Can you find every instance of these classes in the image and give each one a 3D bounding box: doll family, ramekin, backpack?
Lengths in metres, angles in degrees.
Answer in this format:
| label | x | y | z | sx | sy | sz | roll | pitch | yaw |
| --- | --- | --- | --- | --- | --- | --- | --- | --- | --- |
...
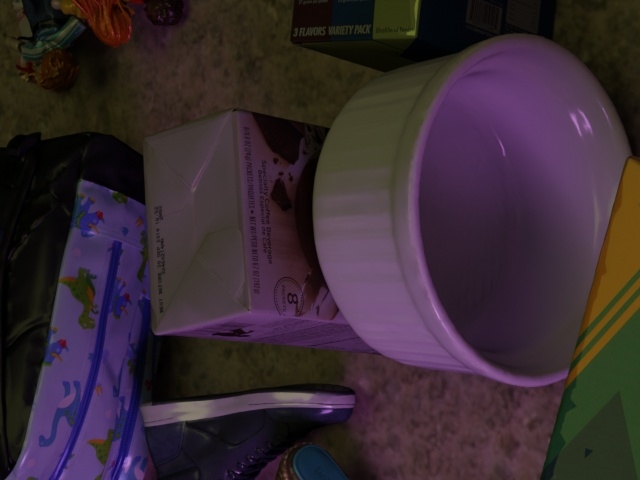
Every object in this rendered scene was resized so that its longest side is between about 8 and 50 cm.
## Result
| label | x | y | z | sx | sy | sz | roll | pitch | yaw |
| --- | --- | --- | --- | --- | --- | --- | --- | --- | --- |
| doll family | -0.254 | -0.242 | 2.033 | 0.263 | 0.118 | 0.163 | -26 | 68 | 34 |
| ramekin | 0.122 | -0.022 | 1.601 | 0.135 | 0.277 | 0.277 | -3 | 81 | 47 |
| backpack | -0.285 | 0.107 | 1.945 | 0.290 | 0.273 | 0.356 | -10 | 55 | 36 |

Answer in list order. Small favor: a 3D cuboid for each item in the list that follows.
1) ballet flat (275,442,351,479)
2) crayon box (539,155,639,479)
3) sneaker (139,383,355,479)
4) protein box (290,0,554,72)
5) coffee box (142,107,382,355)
| label | x | y | z | sx | sy | sz | roll | pitch | yaw |
| --- | --- | --- | --- | --- | --- | --- | --- | --- | --- |
| ballet flat | 0.031 | 0.270 | 1.749 | 0.206 | 0.073 | 0.067 | 55 | 145 | 10 |
| crayon box | 0.250 | 0.059 | 1.365 | 0.081 | 0.202 | 0.319 | 18 | 96 | 28 |
| sneaker | -0.058 | 0.216 | 1.830 | 0.226 | 0.086 | 0.163 | -11 | 82 | 32 |
| protein box | 0.096 | -0.249 | 1.695 | 0.136 | 0.200 | 0.201 | 2 | 84 | 39 |
| coffee box | 0.000 | 0.000 | 1.673 | 0.119 | 0.297 | 0.168 | -14 | 75 | 41 |
